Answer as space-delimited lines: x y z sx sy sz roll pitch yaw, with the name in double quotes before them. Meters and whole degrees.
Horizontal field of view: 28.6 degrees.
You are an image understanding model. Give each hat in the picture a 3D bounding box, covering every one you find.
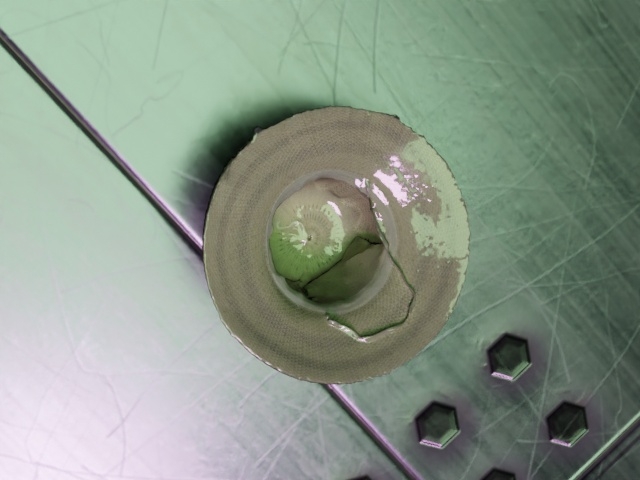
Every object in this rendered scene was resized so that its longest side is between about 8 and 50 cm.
"hat" 0.000 0.000 1.137 0.252 0.110 0.252 -1 93 -19
